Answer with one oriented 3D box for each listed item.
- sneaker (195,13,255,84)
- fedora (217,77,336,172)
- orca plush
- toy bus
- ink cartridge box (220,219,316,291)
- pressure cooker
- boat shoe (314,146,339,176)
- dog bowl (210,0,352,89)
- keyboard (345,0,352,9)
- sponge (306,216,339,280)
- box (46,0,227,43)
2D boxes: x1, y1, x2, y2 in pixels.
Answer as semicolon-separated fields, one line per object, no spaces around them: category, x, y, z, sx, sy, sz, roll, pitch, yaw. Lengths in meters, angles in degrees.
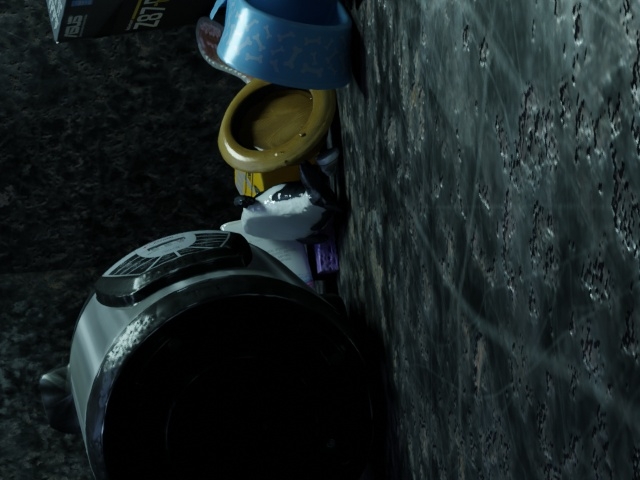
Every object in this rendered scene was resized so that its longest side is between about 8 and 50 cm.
sneaker;-0.068;-0.289;1.784;0.302;0.121;0.108;40;138;39
fedora;-0.052;-0.162;1.641;0.079;0.194;0.194;44;-149;-49
orca plush;-0.040;-0.076;1.658;0.287;0.151;0.102;124;165;-73
toy bus;-0.076;-0.105;1.918;0.130;0.108;0.333;59;168;12
ink cartridge box;-0.062;0.133;1.854;0.226;0.131;0.306;90;168;-72
pressure cooker;-0.153;0.184;1.519;0.376;0.369;0.420;-59;19;2
boat shoe;0.014;-0.109;1.612;0.035;0.035;0.100;58;174;-8
dog bowl;-0.045;-0.276;1.417;0.297;0.165;0.074;-106;27;-60
keyboard;0.031;-0.322;1.236;0.192;0.038;0.100;39;-141;-85
sponge;0.000;0.000;1.831;0.210;0.031;0.117;128;136;-82
box;-0.229;-0.416;1.679;0.395;0.318;0.097;150;109;-69
